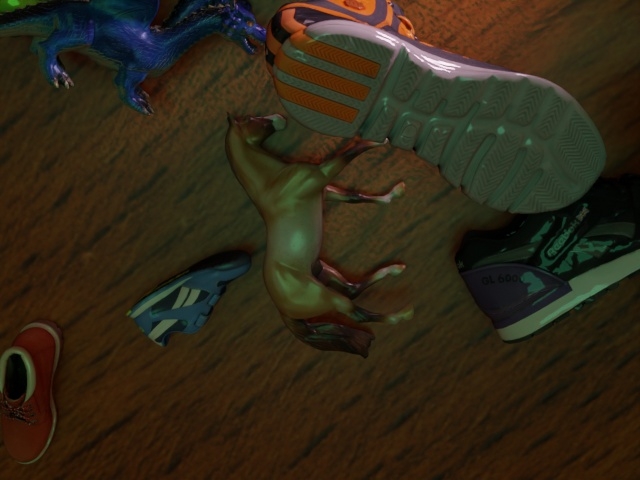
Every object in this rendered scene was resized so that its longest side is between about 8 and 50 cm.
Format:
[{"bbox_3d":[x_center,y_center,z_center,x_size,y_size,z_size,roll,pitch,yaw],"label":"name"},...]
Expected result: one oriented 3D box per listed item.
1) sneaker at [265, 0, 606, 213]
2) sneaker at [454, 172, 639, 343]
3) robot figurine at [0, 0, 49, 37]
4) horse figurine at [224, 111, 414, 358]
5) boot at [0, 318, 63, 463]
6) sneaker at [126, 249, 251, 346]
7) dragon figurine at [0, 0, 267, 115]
[{"bbox_3d":[0.102,-0.142,0.763,0.321,0.180,0.124,22,117,-21],"label":"sneaker"},{"bbox_3d":[0.262,-0.025,0.809,0.283,0.107,0.124,-34,92,8],"label":"sneaker"},{"bbox_3d":[-0.284,-0.250,0.798,0.101,0.067,0.115,0,101,6],"label":"robot figurine"},{"bbox_3d":[0.000,0.000,0.841,0.175,0.066,0.263,-4,99,-3],"label":"horse figurine"},{"bbox_3d":[-0.309,0.168,0.875,0.059,0.084,0.157,8,103,-1],"label":"boot"},{"bbox_3d":[-0.125,0.058,0.864,0.144,0.053,0.059,-29,98,16],"label":"sneaker"},{"bbox_3d":[-0.195,-0.207,0.767,0.289,0.085,0.144,17,110,-23],"label":"dragon figurine"}]
